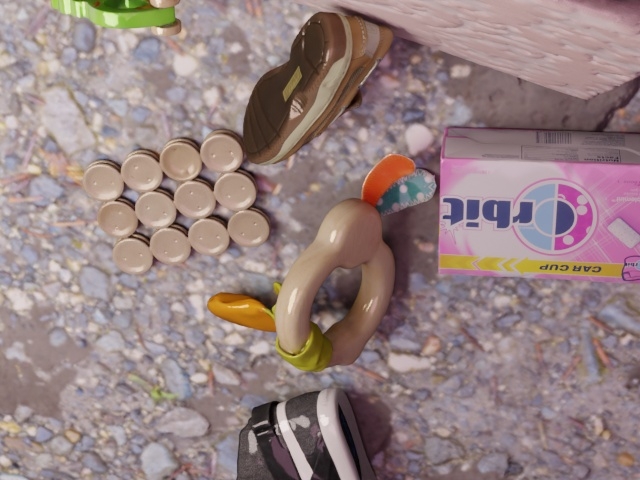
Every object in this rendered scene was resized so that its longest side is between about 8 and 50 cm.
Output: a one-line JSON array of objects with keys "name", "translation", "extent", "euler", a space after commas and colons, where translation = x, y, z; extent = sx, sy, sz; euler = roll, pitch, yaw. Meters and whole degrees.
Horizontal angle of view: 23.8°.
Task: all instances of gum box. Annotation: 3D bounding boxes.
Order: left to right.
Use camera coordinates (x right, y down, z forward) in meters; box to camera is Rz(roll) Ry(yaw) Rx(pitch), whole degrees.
[{"name": "gum box", "translation": [0.191, -0.029, 1.229], "extent": [0.188, 0.062, 0.107], "euler": [2, 120, 7]}]

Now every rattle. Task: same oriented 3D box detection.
[{"name": "rattle", "translation": [0.000, 0.000, 1.293], "extent": [0.130, 0.143, 0.199], "euler": [5, 108, -31]}]

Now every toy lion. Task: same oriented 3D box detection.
[{"name": "toy lion", "translation": [-0.160, -0.188, 1.173], "extent": [0.096, 0.100, 0.034], "euler": [-6, 122, -10]}]

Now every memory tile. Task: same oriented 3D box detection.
[{"name": "memory tile", "translation": [-0.123, -0.032, 1.302], "extent": [0.148, 0.012, 0.113], "euler": [-12, 117, 15]}]

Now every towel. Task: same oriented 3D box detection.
[{"name": "towel", "translation": [0.074, -0.179, 1.023], "extent": [0.317, 0.332, 0.053], "euler": [18, 89, -2]}]

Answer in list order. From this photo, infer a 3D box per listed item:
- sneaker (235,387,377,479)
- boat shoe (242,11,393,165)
[{"name": "sneaker", "translation": [-0.011, 0.239, 1.408], "extent": [0.121, 0.079, 0.217], "euler": [-10, 109, 17]}, {"name": "boat shoe", "translation": [0.000, -0.111, 1.190], "extent": [0.072, 0.068, 0.190], "euler": [-3, 160, -27]}]
